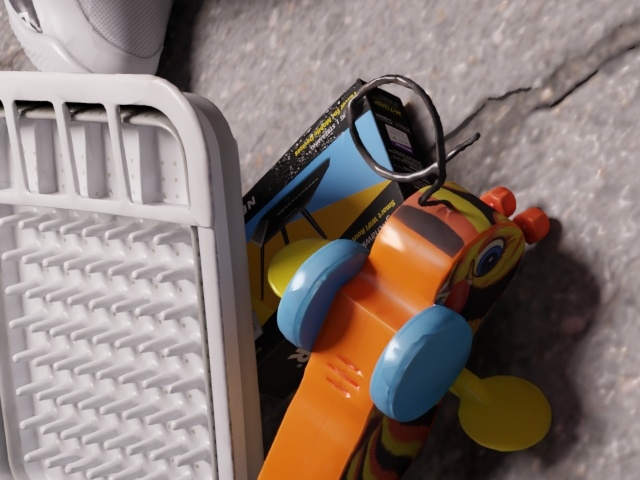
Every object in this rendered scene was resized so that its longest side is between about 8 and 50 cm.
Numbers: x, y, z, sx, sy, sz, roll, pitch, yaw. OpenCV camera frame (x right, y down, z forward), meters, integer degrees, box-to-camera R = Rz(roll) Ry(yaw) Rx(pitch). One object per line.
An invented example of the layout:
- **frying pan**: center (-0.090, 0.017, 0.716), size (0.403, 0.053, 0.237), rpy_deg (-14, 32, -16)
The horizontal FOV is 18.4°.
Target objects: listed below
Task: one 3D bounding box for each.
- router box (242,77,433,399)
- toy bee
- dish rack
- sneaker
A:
- **router box**: center (0.000, 0.000, 1.312), size (0.179, 0.046, 0.133), rpy_deg (-45, 43, 28)
- **toy bee**: center (0.070, 0.039, 1.150), size (0.195, 0.162, 0.298), rpy_deg (54, 134, 15)
- **dish rack**: center (-0.136, 0.050, 1.321), size (0.285, 0.072, 0.333), rpy_deg (6, 104, 45)
- **sneaker**: center (-0.138, -0.282, 1.553), size (0.210, 0.137, 0.366), rpy_deg (-37, 43, 39)
